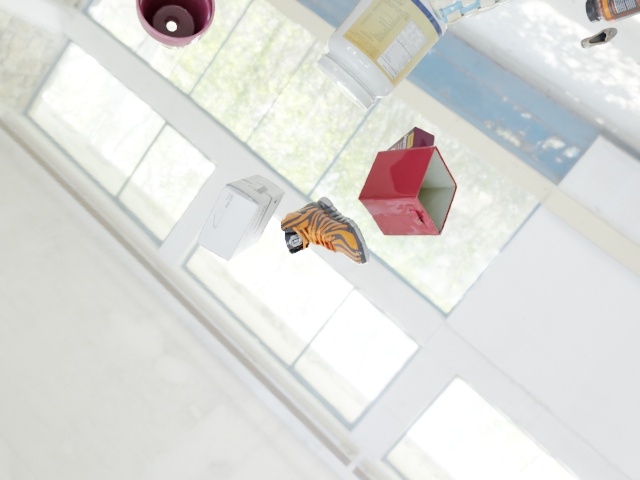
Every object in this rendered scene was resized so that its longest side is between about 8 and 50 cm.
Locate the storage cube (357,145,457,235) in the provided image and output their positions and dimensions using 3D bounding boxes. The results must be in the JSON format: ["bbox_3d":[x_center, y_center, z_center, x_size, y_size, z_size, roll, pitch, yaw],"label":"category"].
[{"bbox_3d":[0.255,-0.139,1.766,0.193,0.215,0.183,0,145,37],"label":"storage cube"}]

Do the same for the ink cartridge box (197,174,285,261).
[{"bbox_3d":[-0.179,-0.058,1.421,0.092,0.158,0.218,32,-164,6],"label":"ink cartridge box"}]

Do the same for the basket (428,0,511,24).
[{"bbox_3d":[0.253,-0.550,1.084,0.201,0.255,0.289,-78,-29,-62],"label":"basket"}]

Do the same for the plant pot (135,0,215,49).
[{"bbox_3d":[-0.392,-0.605,1.651,0.201,0.201,0.180,35,170,-12],"label":"plant pot"}]

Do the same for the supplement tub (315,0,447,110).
[{"bbox_3d":[0.161,-0.535,1.666,0.228,0.316,0.228,42,-173,-6],"label":"supplement tub"}]

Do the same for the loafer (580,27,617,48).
[{"bbox_3d":[0.877,-0.633,1.917,0.039,0.125,0.045,-140,28,-79],"label":"loafer"}]

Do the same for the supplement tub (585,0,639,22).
[{"bbox_3d":[0.846,-0.670,1.702,0.198,0.106,0.106,-7,154,44],"label":"supplement tub"}]

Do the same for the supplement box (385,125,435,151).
[{"bbox_3d":[0.270,-0.260,1.928,0.081,0.188,0.104,21,-119,-20],"label":"supplement box"}]

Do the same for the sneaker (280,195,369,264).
[{"bbox_3d":[0.000,0.000,1.692,0.321,0.180,0.124,45,154,55],"label":"sneaker"}]
